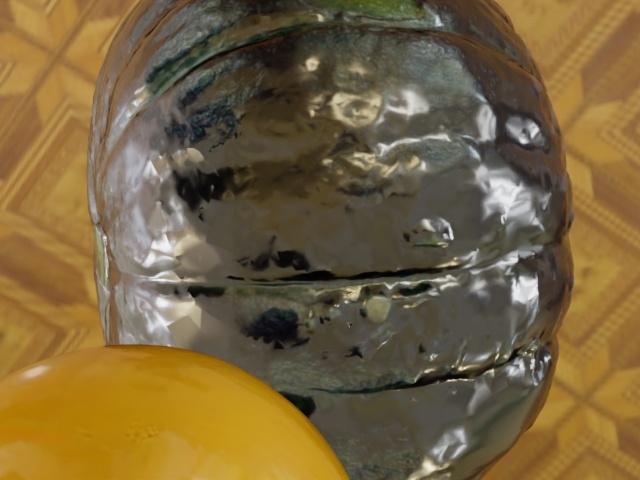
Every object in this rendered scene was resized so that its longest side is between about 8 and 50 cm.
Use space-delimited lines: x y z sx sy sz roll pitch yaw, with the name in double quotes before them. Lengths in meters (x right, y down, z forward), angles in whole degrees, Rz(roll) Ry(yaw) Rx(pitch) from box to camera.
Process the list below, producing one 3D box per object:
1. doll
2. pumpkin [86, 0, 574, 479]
"doll" -0.101 0.139 0.604 0.236 0.213 0.213 5 121 18
"pumpkin" 0.000 0.000 0.975 0.266 0.363 0.363 -2 120 -13
